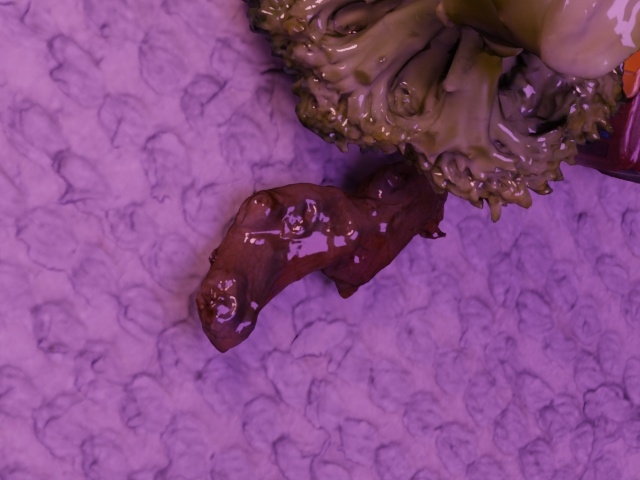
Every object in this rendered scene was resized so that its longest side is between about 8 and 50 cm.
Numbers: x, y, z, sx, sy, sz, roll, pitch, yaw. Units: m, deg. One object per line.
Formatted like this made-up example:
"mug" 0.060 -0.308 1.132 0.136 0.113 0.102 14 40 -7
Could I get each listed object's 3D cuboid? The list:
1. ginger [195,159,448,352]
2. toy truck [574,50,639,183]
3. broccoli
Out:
"ginger" 0.002 -0.001 1.390 0.290 0.084 0.122 -26 140 -38
"toy truck" 0.305 -0.191 1.565 0.135 0.114 0.270 14 93 -46
"broccoli" 0.129 -0.153 1.241 0.353 0.397 0.275 12 96 -50
